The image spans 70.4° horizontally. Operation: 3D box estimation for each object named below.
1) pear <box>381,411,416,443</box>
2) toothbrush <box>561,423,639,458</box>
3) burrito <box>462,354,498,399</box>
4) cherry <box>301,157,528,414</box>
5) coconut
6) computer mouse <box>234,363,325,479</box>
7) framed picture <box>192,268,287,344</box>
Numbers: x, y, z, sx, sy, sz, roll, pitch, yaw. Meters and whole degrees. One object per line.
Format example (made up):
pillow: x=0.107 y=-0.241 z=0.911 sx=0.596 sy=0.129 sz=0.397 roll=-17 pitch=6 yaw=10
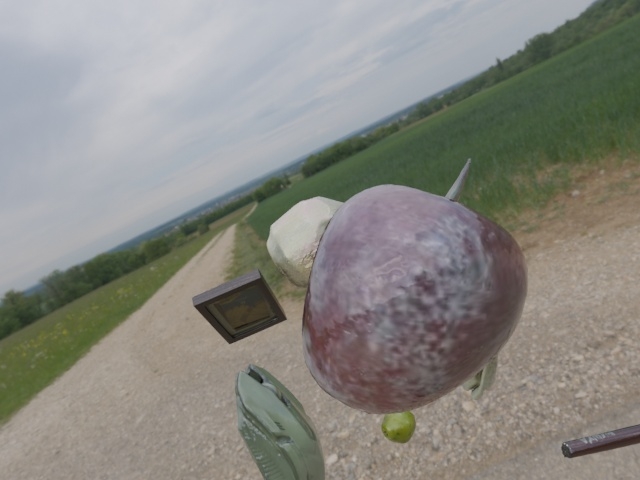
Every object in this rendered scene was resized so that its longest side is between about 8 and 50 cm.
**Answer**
pear: x=0.209 y=0.484 z=1.188 sx=0.097 sy=0.092 sz=0.092 roll=-32 pitch=9 yaw=-27
toothbrush: x=0.733 y=0.448 z=1.051 sx=0.365 sy=0.040 sz=0.041 roll=-10 pitch=7 yaw=-6
burrito: x=0.269 y=0.133 z=0.819 sx=0.076 sy=0.391 sz=0.117 roll=10 pitch=40 yaw=42
cherry: x=0.096 y=0.045 z=0.464 sx=0.213 sy=0.236 sz=0.285 roll=30 pitch=93 yaw=44
coconut: x=0.000 y=0.000 z=0.847 sx=0.183 sy=0.170 sz=0.171 roll=-37 pitch=7 yaw=6
computer mouse: x=-0.090 y=0.525 z=1.209 sx=0.146 sy=0.428 sz=0.228 roll=-29 pitch=-7 yaw=12
framed picture: x=-0.146 y=0.129 z=0.854 sx=0.128 sy=0.168 sz=0.023 roll=-24 pitch=52 yaw=-3
